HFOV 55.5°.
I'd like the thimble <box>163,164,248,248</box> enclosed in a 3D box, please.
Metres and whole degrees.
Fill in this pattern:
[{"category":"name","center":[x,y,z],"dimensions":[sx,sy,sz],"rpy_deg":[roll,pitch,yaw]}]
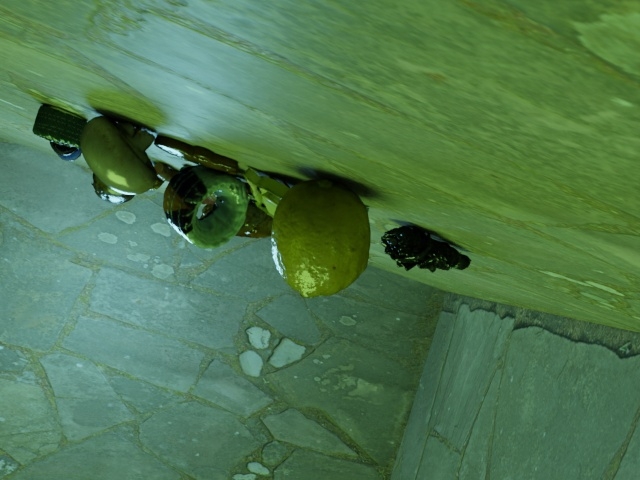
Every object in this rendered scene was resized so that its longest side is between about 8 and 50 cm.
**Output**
[{"category":"thimble","center":[-0.323,-0.104,1.754],"dimensions":[0.150,0.237,0.237],"rpy_deg":[32,-174,41]}]

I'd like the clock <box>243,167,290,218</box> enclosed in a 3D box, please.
[{"category":"clock","center":[-0.074,-0.085,1.698],"dimensions":[0.293,0.071,0.277],"rpy_deg":[38,167,10]}]

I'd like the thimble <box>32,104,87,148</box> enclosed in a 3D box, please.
[{"category":"thimble","center":[-0.739,-0.321,1.729],"dimensions":[0.135,0.090,0.118],"rpy_deg":[18,179,-33]}]

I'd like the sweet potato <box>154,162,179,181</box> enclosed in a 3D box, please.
[{"category":"sweet potato","center":[-0.530,-0.227,2.292],"dimensions":[0.067,0.059,0.281],"rpy_deg":[26,178,27]}]

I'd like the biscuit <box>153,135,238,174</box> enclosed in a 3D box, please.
[{"category":"biscuit","center":[-0.335,-0.227,1.647],"dimensions":[0.236,0.039,0.180],"rpy_deg":[20,177,-2]}]

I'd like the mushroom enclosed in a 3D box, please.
[{"category":"mushroom","center":[-0.508,-0.225,1.570],"dimensions":[0.226,0.178,0.226],"rpy_deg":[49,171,11]}]

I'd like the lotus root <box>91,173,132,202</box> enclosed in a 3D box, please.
[{"category":"lotus root","center":[-0.748,-0.232,2.256],"dimensions":[0.179,0.196,0.397],"rpy_deg":[14,175,-18]}]

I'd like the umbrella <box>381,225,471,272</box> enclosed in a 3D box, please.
[{"category":"umbrella","center":[0.315,0.042,1.835],"dimensions":[0.154,0.128,0.336],"rpy_deg":[11,176,41]}]

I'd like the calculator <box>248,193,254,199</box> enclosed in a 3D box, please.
[{"category":"calculator","center":[-0.248,-0.161,2.242],"dimensions":[0.094,0.019,0.141],"rpy_deg":[11,172,40]}]

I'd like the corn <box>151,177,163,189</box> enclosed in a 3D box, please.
[{"category":"corn","center":[-0.623,-0.235,2.301],"dimensions":[0.068,0.068,0.207],"rpy_deg":[19,-168,-10]}]

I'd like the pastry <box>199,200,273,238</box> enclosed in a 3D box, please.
[{"category":"pastry","center":[-0.324,-0.097,2.420],"dimensions":[0.310,0.162,0.255],"rpy_deg":[9,171,-36]}]

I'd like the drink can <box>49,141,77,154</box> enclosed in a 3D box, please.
[{"category":"drink can","center":[-0.901,-0.338,2.160],"dimensions":[0.097,0.097,0.235],"rpy_deg":[19,176,-17]}]

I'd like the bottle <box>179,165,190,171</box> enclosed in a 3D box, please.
[{"category":"bottle","center":[-0.451,-0.235,2.040],"dimensions":[0.030,0.030,0.083],"rpy_deg":[19,175,-22]}]

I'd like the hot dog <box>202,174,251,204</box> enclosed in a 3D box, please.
[{"category":"hot dog","center":[-0.321,-0.172,1.916],"dimensions":[0.213,0.103,0.146],"rpy_deg":[7,155,-2]}]

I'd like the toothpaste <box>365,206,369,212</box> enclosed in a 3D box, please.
[{"category":"toothpaste","center":[0.002,-0.092,1.771],"dimensions":[0.081,0.067,0.336],"rpy_deg":[24,173,-35]}]

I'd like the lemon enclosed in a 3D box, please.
[{"category":"lemon","center":[0.000,0.000,1.456],"dimensions":[0.245,0.320,0.245],"rpy_deg":[2,-152,-1]}]
